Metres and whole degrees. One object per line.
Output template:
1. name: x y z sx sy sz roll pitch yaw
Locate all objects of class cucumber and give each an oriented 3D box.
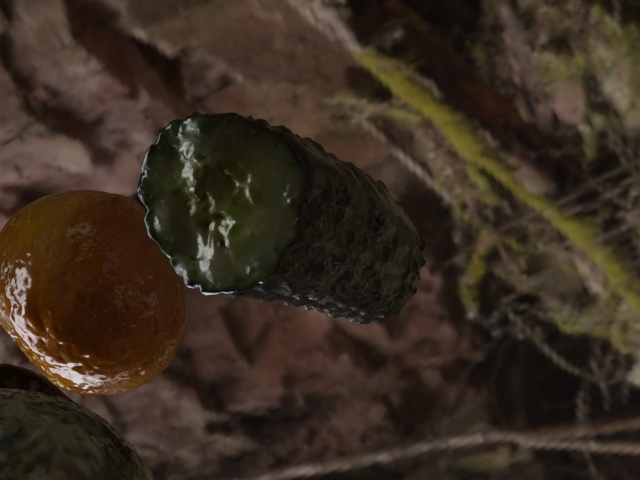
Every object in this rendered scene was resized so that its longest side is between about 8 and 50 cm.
1. cucumber: 0.001 -0.002 0.660 0.072 0.072 0.300 68 -168 11

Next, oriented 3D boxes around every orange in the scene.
1. orange: -0.187 0.042 1.199 0.177 0.155 0.177 54 176 5

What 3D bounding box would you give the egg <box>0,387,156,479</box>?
1. egg: -0.104 0.119 0.446 0.132 0.172 0.132 18 -150 -11

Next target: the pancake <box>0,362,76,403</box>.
1. pancake: -0.310 0.237 1.346 0.250 0.250 0.031 59 158 -15
